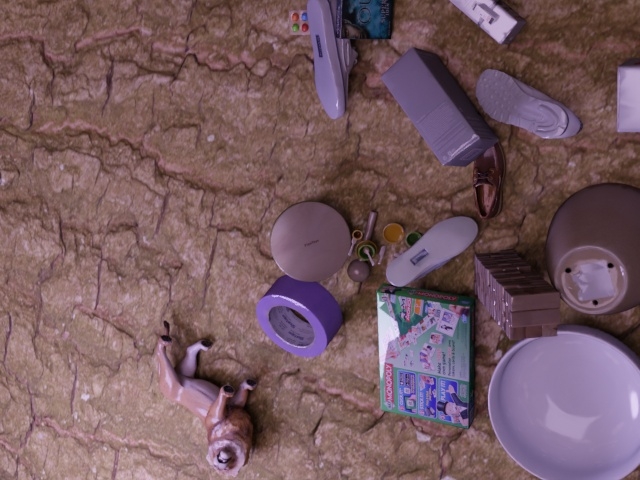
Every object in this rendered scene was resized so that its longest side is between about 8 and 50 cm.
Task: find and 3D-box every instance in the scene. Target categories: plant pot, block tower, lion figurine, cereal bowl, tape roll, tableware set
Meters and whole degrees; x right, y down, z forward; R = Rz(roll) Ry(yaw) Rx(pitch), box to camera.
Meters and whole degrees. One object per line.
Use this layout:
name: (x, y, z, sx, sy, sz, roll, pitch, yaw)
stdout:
plant pot: (0.534, 0.039, 1.683, 0.257, 0.274, 0.256, 6, 105, 23)
block tower: (0.374, 0.100, 1.737, 0.097, 0.335, 0.091, -4, 102, 0)
lion figurine: (-0.305, 0.403, 2.270, 0.392, 0.142, 0.240, 41, 125, 27)
cereal bowl: (0.524, 0.327, 1.835, 0.339, 0.141, 0.339, 6, 105, 24)
tape roll: (-0.049, 0.175, 2.064, 0.189, 0.080, 0.189, 20, 137, 20)
tableware set: (0.143, 0.009, 1.971, 0.154, 0.024, 0.104, 14, 109, -3)

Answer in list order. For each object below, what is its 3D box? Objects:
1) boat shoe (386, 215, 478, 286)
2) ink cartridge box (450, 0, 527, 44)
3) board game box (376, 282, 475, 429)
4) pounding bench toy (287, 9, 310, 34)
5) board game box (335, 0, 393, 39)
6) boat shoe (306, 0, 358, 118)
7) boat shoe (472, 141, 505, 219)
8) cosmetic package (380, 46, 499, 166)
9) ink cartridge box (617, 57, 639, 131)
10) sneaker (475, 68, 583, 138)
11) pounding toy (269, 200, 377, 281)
boat shoe: (0.243, 0.021, 1.926, 0.227, 0.081, 0.079, -35, 82, 17)
ink cartridge box: (0.332, -0.452, 1.754, 0.135, 0.099, 0.056, 44, 116, 9)
board game box: (0.234, 0.258, 1.975, 0.214, 0.046, 0.317, 9, 118, 24)
pounding bench toy: (-0.048, -0.477, 1.947, 0.083, 0.065, 0.052, 5, 105, 25)
board game box: (0.093, -0.513, 1.845, 0.026, 0.126, 0.186, 28, 120, 59)
boat shoe: (0.035, -0.399, 1.915, 0.096, 0.088, 0.267, 23, 127, 60)
boat shoe: (0.348, -0.129, 1.849, 0.064, 0.060, 0.178, 3, 104, 25)
cosmetic package: (0.241, -0.269, 1.807, 0.107, 0.127, 0.238, -38, 75, 28)
ink cartridge box: (0.685, -0.261, 1.573, 0.289, 0.211, 0.121, 4, 106, 26)
sneaker: (0.411, -0.268, 1.776, 0.235, 0.095, 0.090, 41, 123, 33)
pounding toy: (0.000, 0.000, 2.041, 0.237, 0.110, 0.182, 6, 95, -6)
